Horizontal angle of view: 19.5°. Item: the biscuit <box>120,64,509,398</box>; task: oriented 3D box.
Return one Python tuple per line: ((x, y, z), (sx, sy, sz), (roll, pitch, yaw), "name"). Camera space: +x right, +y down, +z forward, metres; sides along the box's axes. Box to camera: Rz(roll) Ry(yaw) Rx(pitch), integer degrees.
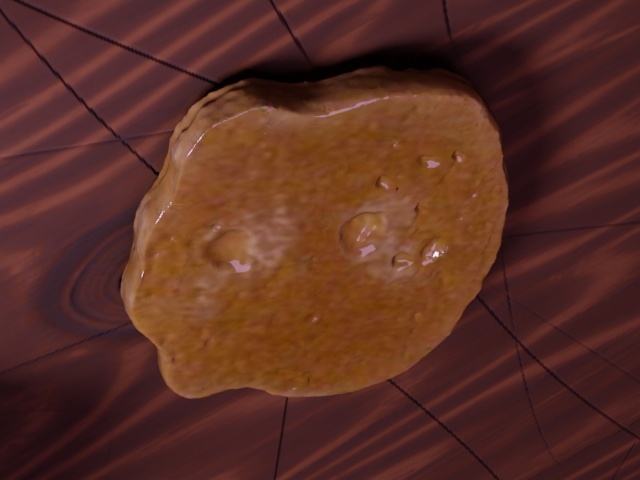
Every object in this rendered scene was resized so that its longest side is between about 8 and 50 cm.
((-0.001, -0.002, 1.694), (0.365, 0.062, 0.385), (-5, 134, -22), "biscuit")
